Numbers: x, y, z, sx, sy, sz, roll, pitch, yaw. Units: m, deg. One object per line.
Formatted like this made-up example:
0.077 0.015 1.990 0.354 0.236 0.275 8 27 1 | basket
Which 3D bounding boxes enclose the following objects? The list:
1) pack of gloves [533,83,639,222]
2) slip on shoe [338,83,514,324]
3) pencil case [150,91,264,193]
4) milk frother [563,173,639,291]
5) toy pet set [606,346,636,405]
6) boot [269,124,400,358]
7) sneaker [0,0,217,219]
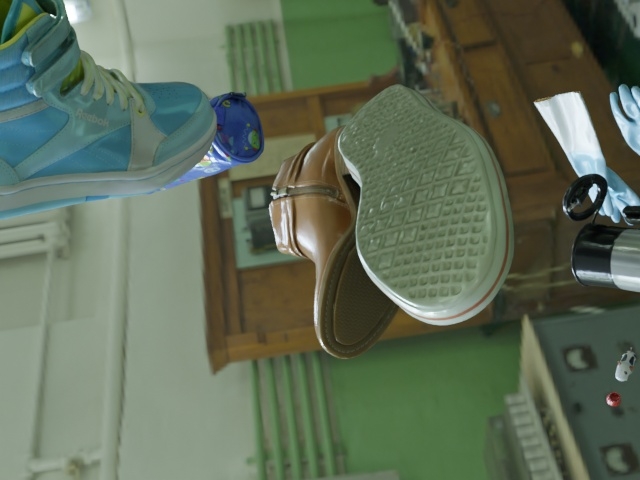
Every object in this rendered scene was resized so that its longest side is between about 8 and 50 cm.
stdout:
0.410 -0.102 1.327 0.195 0.046 0.232 -3 129 56 | pack of gloves
0.089 -0.030 0.761 0.101 0.123 0.331 43 -167 -21 | slip on shoe
-0.237 -0.167 1.729 0.133 0.306 0.119 33 -123 -38 | pencil case
0.381 -0.007 1.210 0.143 0.134 0.129 29 -105 -41 | milk frother
0.380 0.133 1.033 0.065 0.122 0.114 80 -148 -56 | toy pet set
0.000 0.000 1.141 0.220 0.109 0.284 -12 68 55 | boot
-0.216 -0.144 0.877 0.127 0.319 0.208 38 132 32 | sneaker
